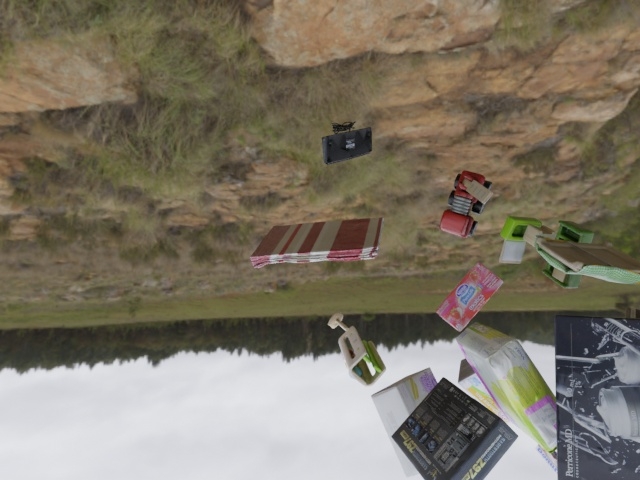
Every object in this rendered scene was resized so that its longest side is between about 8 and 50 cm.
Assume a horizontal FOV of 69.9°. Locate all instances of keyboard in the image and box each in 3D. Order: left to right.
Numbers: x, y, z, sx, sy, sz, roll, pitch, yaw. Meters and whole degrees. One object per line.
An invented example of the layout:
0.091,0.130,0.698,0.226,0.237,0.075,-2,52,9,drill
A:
0.065,-0.261,1.189,0.038,0.100,0.192,17,-152,39,keyboard

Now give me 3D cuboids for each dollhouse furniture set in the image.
0.567,0.066,1.057,0.198,0.151,0.301,3,-159,-10,dollhouse furniture set

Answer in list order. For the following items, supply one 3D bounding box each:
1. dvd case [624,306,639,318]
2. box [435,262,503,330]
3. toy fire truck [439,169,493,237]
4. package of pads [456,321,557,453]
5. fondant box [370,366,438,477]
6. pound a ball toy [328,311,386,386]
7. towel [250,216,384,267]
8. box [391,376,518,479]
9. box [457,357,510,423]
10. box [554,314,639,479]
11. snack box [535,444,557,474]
0.920,0.240,1.189,0.221,0.018,0.164,15,-157,30,dvd case
0.578,0.221,1.794,0.123,0.257,0.128,41,-178,15,box
0.476,-0.117,1.487,0.158,0.217,0.246,22,-171,25,toy fire truck
0.496,0.371,1.186,0.101,0.296,0.229,-35,-177,-3,package of pads
0.307,0.546,1.422,0.096,0.238,0.330,-32,161,23,fondant box
0.125,0.454,1.917,0.208,0.136,0.319,41,-176,-14,pound a ball toy
0.000,0.000,1.228,0.329,0.037,0.237,-4,-158,13,towel
0.260,0.398,0.930,0.059,0.183,0.233,45,173,-10,box
0.532,0.438,1.386,0.203,0.103,0.114,41,125,-3,box
0.658,0.334,0.938,0.313,0.343,0.179,-3,168,30,box
0.912,0.863,1.764,0.022,0.064,0.178,-8,-141,-24,snack box
